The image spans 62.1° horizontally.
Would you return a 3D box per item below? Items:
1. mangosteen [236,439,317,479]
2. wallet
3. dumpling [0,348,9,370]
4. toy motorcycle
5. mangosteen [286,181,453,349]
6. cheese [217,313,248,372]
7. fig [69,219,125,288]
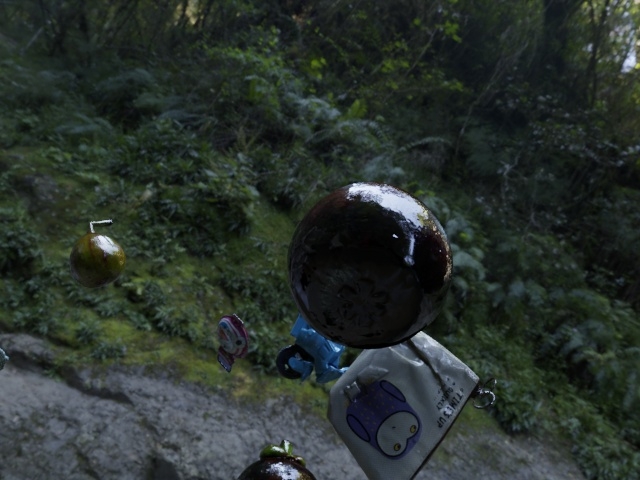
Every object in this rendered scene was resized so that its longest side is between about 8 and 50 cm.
[{"bbox_3d":[-0.093,0.591,1.230,0.216,0.216,0.216,33,-7,5],"label":"mangosteen"},{"bbox_3d":[0.177,0.338,1.111,0.275,0.335,0.068,43,-15,1],"label":"wallet"},{"bbox_3d":[-0.730,0.276,0.881,0.212,0.320,0.270,14,-39,3],"label":"dumpling"},{"bbox_3d":[0.025,0.218,1.242,0.182,0.272,0.123,26,-12,1],"label":"toy motorcycle"},{"bbox_3d":[0.089,0.034,0.945,0.300,0.300,0.300,33,-7,5],"label":"mangosteen"},{"bbox_3d":[-0.300,0.342,1.762,0.062,0.244,0.155,-20,53,-44],"label":"cheese"},{"bbox_3d":[-0.603,0.030,1.431,0.142,0.148,0.186,-26,-98,58],"label":"fig"}]
